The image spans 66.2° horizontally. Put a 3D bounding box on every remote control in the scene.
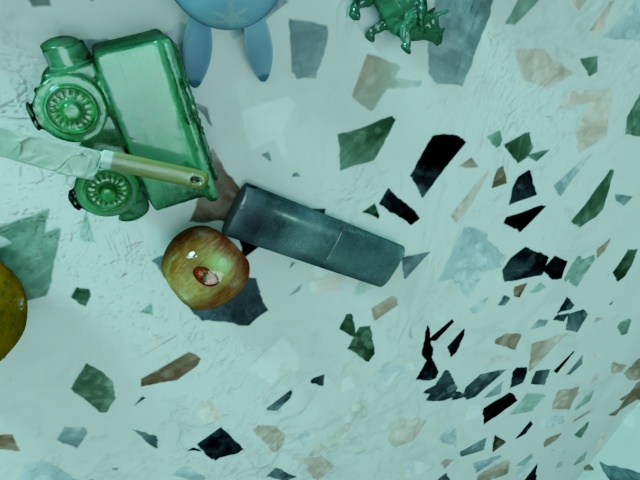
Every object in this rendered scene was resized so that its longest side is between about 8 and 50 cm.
[{"bbox_3d":[0.000,0.000,0.956,0.377,0.044,0.107,20,113,-30],"label":"remote control"}]

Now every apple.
[{"bbox_3d":[-0.200,0.048,0.838,0.131,0.146,0.146,-47,126,-10],"label":"apple"}]

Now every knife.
[{"bbox_3d":[-0.288,-0.097,0.613,0.297,0.017,0.047,10,119,-28],"label":"knife"}]

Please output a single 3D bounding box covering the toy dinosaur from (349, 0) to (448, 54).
[{"bbox_3d":[0.084,-0.374,0.757,0.291,0.079,0.120,8,109,-30],"label":"toy dinosaur"}]

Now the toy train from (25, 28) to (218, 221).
[{"bbox_3d":[-0.272,-0.155,0.690,0.201,0.145,0.266,-20,124,-14],"label":"toy train"}]

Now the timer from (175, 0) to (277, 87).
[{"bbox_3d":[-0.130,-0.340,0.662,0.175,0.255,0.176,2,79,-11],"label":"timer"}]

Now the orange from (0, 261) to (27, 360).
[{"bbox_3d":[-0.556,0.118,0.703,0.239,0.171,0.240,-17,132,-19],"label":"orange"}]
